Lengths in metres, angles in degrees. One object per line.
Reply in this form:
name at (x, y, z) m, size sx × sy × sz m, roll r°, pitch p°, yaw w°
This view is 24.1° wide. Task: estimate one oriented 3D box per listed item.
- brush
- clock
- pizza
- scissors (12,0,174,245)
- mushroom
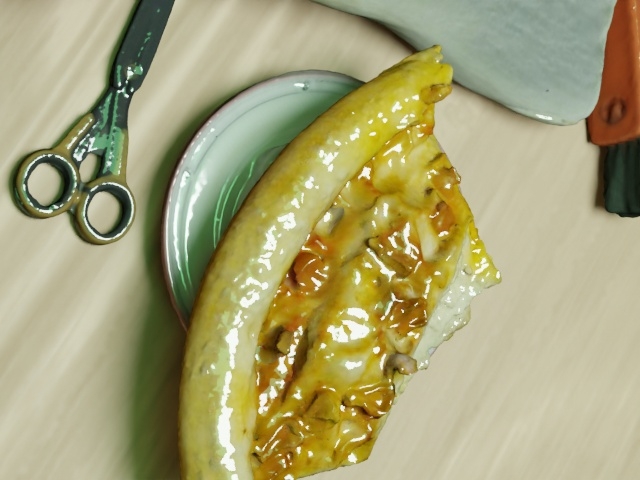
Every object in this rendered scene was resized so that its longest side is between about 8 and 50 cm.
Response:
brush at (0.248, -0.179, 1.193) m, size 0.051 × 0.070 × 0.323 m, roll 1°, pitch 85°, yaw -28°
clock at (0.001, 0.000, 1.075) m, size 0.244 × 0.056 × 0.244 m, roll 2°, pitch 84°, yaw -23°
pizza at (0.016, 0.035, 1.007) m, size 0.182 × 0.074 × 0.365 m, roll 35°, pitch 76°, yaw -9°
scissors at (-0.138, -0.107, 1.043) m, size 0.088 × 0.017 × 0.220 m, roll 26°, pitch 75°, yaw -20°
mushroom at (0.074, -0.190, 1.081) m, size 0.328 × 0.122 × 0.159 m, roll 9°, pitch 73°, yaw -29°
